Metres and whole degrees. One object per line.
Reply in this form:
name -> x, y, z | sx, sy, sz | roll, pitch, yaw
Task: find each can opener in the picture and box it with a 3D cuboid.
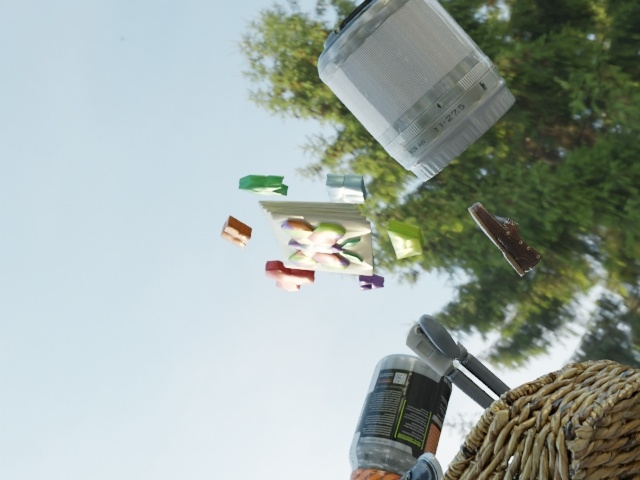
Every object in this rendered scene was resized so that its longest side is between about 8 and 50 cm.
can opener -> 0.279, 0.254, 1.656 | 0.280, 0.093, 0.074 | 42, -92, -3

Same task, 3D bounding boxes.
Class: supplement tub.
supplement tub -> 0.179, 0.437, 1.981 | 0.193, 0.194, 0.316 | 53, -135, -38

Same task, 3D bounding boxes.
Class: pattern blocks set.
pattern blocks set -> 0.000, 0.000, 1.202 | 0.325, 0.285, 0.026 | 54, -140, -55

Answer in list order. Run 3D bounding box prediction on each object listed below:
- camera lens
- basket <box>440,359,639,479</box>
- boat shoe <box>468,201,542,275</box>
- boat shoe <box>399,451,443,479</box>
camera lens -> 0.149, -0.261, 1.392 | 0.219, 0.219, 0.274 | -43, -88, -12
basket -> 0.291, 0.244, 1.020 | 0.299, 0.223, 0.213 | -1, -87, -39
boat shoe -> 0.425, -0.015, 1.982 | 0.073, 0.073, 0.207 | -40, -77, 11
boat shoe -> 0.179, 0.485, 1.690 | 0.083, 0.065, 0.183 | -23, -31, -29
